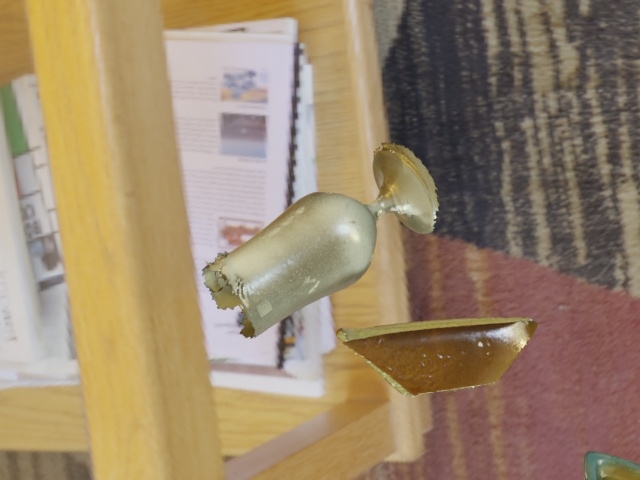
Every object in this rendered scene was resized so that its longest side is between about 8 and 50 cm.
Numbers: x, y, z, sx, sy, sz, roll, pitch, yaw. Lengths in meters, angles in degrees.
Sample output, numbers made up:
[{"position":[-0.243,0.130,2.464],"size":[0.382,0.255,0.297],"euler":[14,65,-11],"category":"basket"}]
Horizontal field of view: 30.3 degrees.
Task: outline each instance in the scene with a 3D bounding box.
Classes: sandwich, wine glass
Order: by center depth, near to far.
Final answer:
[{"position":[0.000,0.000,0.411],"size":[0.039,0.083,0.042],"euler":[62,159,-5],"category":"wine glass"},{"position":[0.150,0.144,1.471],"size":[0.258,0.094,0.096],"euler":[-5,87,-10],"category":"sandwich"}]

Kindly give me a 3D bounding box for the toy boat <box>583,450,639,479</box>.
[{"position":[0.251,0.199,0.747],"size":[0.238,0.109,0.098],"euler":[26,130,53],"category":"toy boat"}]
